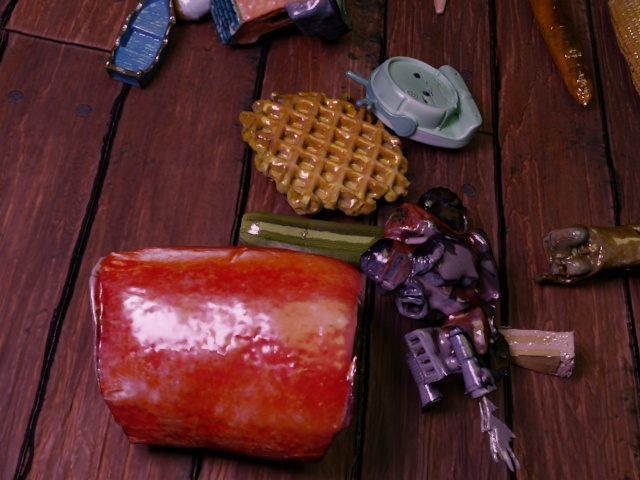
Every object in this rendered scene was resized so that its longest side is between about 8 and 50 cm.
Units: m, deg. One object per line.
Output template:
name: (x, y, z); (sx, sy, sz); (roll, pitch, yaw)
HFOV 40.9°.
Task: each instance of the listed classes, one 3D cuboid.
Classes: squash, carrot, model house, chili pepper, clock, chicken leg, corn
squash: (0.000, 0.000, 1.204); (0.229, 0.066, 0.066); (9, 56, -8)
carrot: (0.436, -0.365, 1.556); (0.066, 0.066, 0.314); (-2, 62, -15)
model house: (-0.119, -0.420, 1.402); (0.291, 0.184, 0.253); (-18, 82, 10)
chili pepper: (-0.108, 0.131, 1.028); (0.305, 0.229, 0.251); (2, 86, 1)
clock: (0.143, -0.224, 1.351); (0.211, 0.066, 0.159); (6, 46, -27)
chicken leg: (0.521, -0.006, 1.277); (0.429, 0.201, 0.152); (-8, 69, -4)
corn: (0.593, -0.350, 1.567); (0.087, 0.086, 0.288); (2, 56, -13)

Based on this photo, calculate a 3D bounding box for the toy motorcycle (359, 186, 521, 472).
toy motorcycle: (0.164, 0.109, 1.124); (0.207, 0.134, 0.401); (1, 67, -39)

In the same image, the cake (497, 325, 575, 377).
cake: (0.292, 0.155, 1.201); (0.121, 0.065, 0.052); (3, 54, 15)

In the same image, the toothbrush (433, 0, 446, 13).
toothbrush: (0.238, -0.565, 1.647); (0.028, 0.037, 0.375); (11, 59, -4)

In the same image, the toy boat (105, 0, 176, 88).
toy boat: (-0.269, -0.323, 1.322); (0.075, 0.077, 0.185); (21, 62, -1)

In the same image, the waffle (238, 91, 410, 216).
waffle: (0.010, -0.136, 1.288); (0.254, 0.052, 0.245); (-13, 59, -30)
